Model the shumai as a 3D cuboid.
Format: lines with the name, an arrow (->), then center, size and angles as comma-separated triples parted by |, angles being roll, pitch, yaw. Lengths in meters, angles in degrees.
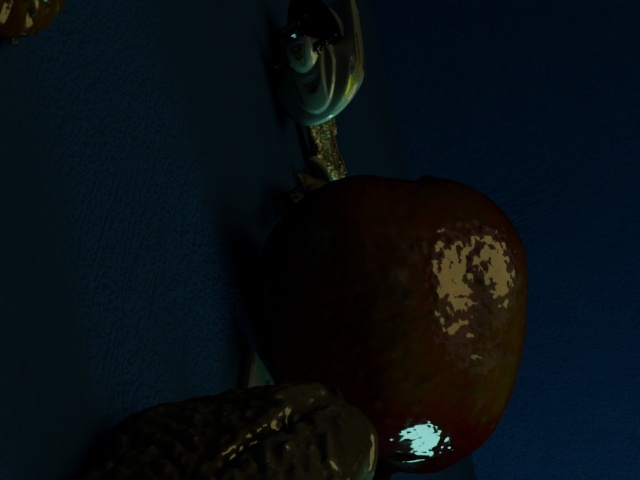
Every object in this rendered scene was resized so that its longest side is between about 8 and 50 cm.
shumai -> -0.049, 0.190, 0.577 | 0.206, 0.166, 0.175 | -36, 123, -51

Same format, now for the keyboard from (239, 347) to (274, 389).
keyboard -> -0.062, 0.172, 0.855 | 0.166, 0.017, 0.055 | -88, 155, -54

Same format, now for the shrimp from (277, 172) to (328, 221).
shrimp -> 0.000, 0.000, 1.213 | 0.317, 0.077, 0.168 | 26, 53, -78

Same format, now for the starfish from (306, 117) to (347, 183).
starfish -> 0.028, -0.086, 1.471 | 0.299, 0.060, 0.302 | -92, 158, -67

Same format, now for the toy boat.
toy boat -> -0.007, -0.277, 1.376 | 0.269, 0.141, 0.140 | -82, 155, -56

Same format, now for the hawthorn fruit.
hawthorn fruit -> 0.066, 0.114, 0.966 | 0.285, 0.285, 0.368 | 40, 56, -70

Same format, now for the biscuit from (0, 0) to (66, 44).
biscuit -> -0.227, -0.271, 0.570 | 0.305, 0.038, 0.305 | -15, 90, -78
